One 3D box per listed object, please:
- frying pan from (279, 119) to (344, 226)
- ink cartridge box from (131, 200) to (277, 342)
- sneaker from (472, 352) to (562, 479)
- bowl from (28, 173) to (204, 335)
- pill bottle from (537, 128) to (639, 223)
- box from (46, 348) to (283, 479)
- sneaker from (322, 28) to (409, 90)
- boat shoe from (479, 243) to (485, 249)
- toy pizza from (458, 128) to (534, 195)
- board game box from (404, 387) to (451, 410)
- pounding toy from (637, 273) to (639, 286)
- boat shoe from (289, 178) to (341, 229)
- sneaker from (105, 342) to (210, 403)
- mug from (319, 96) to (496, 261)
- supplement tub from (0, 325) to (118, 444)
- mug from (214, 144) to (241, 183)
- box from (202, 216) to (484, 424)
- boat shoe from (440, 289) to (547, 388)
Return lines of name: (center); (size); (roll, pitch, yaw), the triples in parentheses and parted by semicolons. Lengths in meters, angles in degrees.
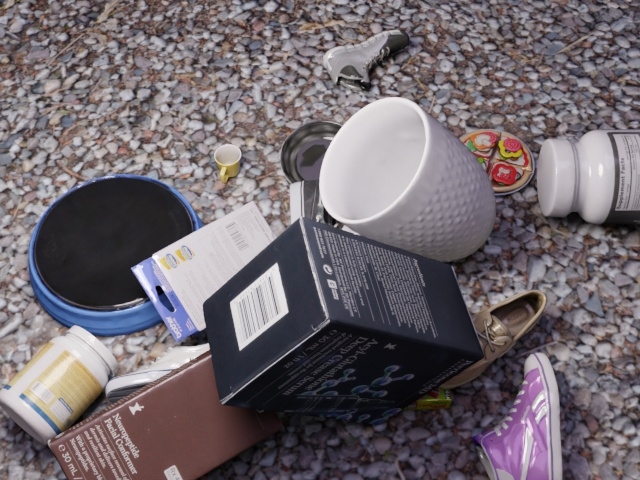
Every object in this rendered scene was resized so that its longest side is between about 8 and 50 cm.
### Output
frying pan: (0.034, -0.136, 2.078); (0.197, 0.053, 0.326); (-26, 69, -9)
ink cartridge box: (-0.219, 0.067, 1.877); (0.311, 0.065, 0.186); (-30, 85, -30)
sneaker: (0.372, 0.340, 1.728); (0.161, 0.102, 0.282); (2, 56, 5)
bowl: (-0.441, 0.018, 1.963); (0.390, 0.077, 0.391); (0, 56, 0)
pill bottle: (0.675, -0.140, 1.984); (0.362, 0.210, 0.210); (0, 56, 0)
box: (-0.282, 0.355, 1.658); (0.381, 0.143, 0.191); (-29, 91, -19)
sneaker: (0.129, -0.439, 2.274); (0.228, 0.086, 0.132); (-18, 62, 0)
boat shoe: (0.334, -0.039, 2.012); (0.045, 0.050, 0.135); (-24, 59, -9)
toy pizza: (0.404, -0.191, 2.126); (0.201, 0.032, 0.201); (0, 56, 0)
board game box: (0.205, 0.249, 1.822); (0.092, 0.043, 0.181); (-2, 56, -2)
pounding toy: (0.760, 0.081, 1.898); (0.141, 0.100, 0.130); (-10, 57, -6)
boat shoe: (0.001, 0.002, 1.938); (0.104, 0.113, 0.306); (-12, 54, 10)
sneaker: (-0.299, 0.263, 1.798); (0.258, 0.094, 0.091); (-9, 46, -16)
mug: (0.178, -0.059, 1.876); (0.374, 0.328, 0.276); (-55, 41, 6)
supplement tub: (-0.504, 0.277, 1.746); (0.144, 0.144, 0.200); (31, 62, 20)
mug: (-0.218, -0.175, 2.099); (0.062, 0.064, 0.078); (40, 65, 23)
box: (0.040, 0.161, 1.627); (0.395, 0.293, 0.212); (16, 46, -40)
boat shoe: (0.333, 0.187, 1.802); (0.302, 0.098, 0.109); (-28, 73, -28)
